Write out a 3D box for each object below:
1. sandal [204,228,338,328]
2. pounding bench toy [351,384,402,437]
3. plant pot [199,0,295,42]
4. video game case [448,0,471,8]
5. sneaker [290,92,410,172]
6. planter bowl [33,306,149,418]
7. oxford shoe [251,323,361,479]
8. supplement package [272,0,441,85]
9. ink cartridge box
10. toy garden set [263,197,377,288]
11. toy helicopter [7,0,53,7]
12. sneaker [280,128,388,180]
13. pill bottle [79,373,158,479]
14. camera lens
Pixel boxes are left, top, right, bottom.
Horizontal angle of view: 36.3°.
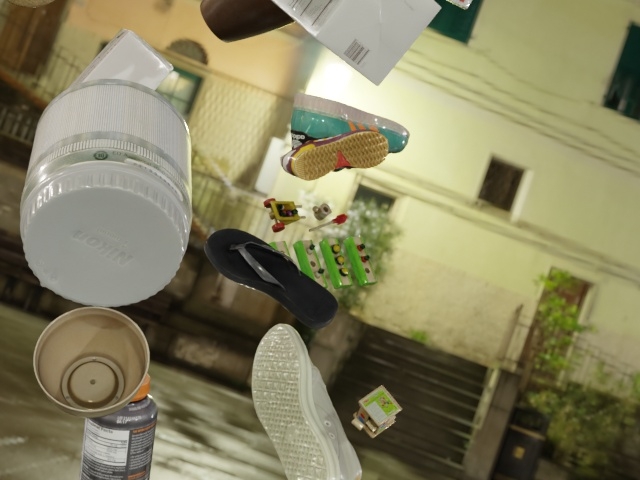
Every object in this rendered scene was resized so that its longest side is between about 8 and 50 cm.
[{"bbox_3d":[-0.078,0.051,1.654,0.254,0.097,0.054,31,-40,5],"label":"sandal"},{"bbox_3d":[0.081,0.292,1.603,0.052,0.083,0.065,49,-29,21],"label":"pounding bench toy"},{"bbox_3d":[-0.142,-0.537,2.119,0.230,0.215,0.215,-29,-30,24],"label":"plant pot"},{"bbox_3d":[0.231,-0.630,2.022,0.285,0.204,0.025,32,9,19],"label":"video game case"},{"bbox_3d":[0.048,-0.180,1.776,0.108,0.121,0.302,16,4,41],"label":"sneaker"},{"bbox_3d":[-0.335,0.193,1.434,0.162,0.162,0.109,20,-32,-1],"label":"planter bowl"},{"bbox_3d":[-0.033,0.369,2.073,0.130,0.169,0.449,22,30,-39],"label":"oxford shoe"},{"bbox_3d":[0.050,-0.474,1.896,0.199,0.198,0.262,29,15,-44],"label":"supplement package"},{"bbox_3d":[-0.429,-0.333,2.040,0.117,0.201,0.278,42,0,-20],"label":"ink cartridge box"},{"bbox_3d":[0.000,0.000,2.019,0.244,0.204,0.049,-4,-23,-38],"label":"toy garden set"},{"bbox_3d":[-0.358,-0.447,1.428,0.235,0.355,0.140,14,-42,-1],"label":"toy helicopter"},{"bbox_3d":[0.023,-0.148,1.621,0.185,0.069,0.084,-13,20,-26],"label":"sneaker"},{"bbox_3d":[-0.369,0.359,1.791,0.130,0.245,0.130,9,15,-2],"label":"pill bottle"},{"bbox_3d":[-0.284,-0.073,1.320,0.219,0.219,0.274,22,32,-23],"label":"camera lens"}]
